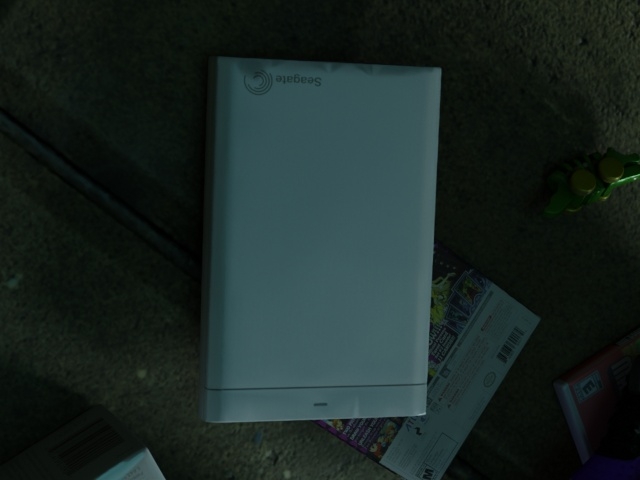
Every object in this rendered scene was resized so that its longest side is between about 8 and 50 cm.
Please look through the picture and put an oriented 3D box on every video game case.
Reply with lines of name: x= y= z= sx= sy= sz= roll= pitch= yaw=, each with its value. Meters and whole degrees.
video game case: x=0.097 y=0.123 z=1.531 sx=0.210 sy=0.042 sz=0.232 roll=35 pitch=84 yaw=-26
video game case: x=0.421 y=0.182 z=1.708 sx=0.285 sy=0.025 sz=0.204 roll=-30 pitch=111 yaw=-18

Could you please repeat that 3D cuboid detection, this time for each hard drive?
hard drive: x=0.000 y=0.000 z=1.429 sx=0.233 sy=0.047 sz=0.353 roll=1 pitch=95 yaw=-18

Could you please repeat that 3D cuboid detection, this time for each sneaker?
sneaker: x=0.364 y=0.202 z=1.618 sx=0.293 sy=0.102 sz=0.146 roll=-30 pitch=112 yaw=-26

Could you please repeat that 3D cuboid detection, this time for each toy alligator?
toy alligator: x=0.312 y=-0.078 z=1.593 sx=0.189 sy=0.056 sz=0.051 roll=-24 pitch=69 yaw=-20

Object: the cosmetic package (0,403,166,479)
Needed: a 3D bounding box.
cosmetic package: x=-0.207 y=0.283 z=1.356 sx=0.151 sy=0.151 sz=0.184 roll=-32 pitch=111 yaw=-16
